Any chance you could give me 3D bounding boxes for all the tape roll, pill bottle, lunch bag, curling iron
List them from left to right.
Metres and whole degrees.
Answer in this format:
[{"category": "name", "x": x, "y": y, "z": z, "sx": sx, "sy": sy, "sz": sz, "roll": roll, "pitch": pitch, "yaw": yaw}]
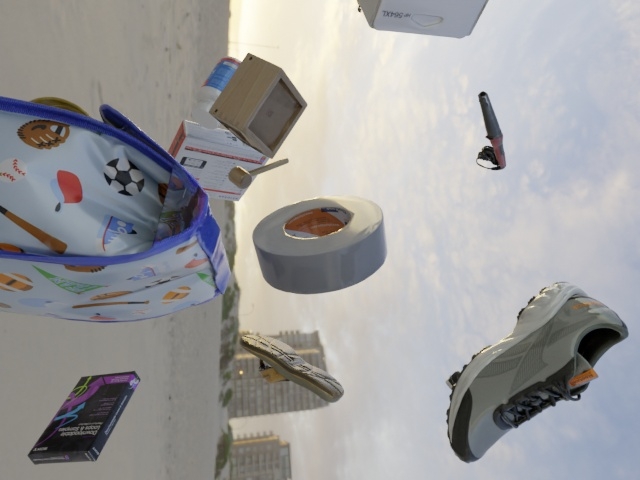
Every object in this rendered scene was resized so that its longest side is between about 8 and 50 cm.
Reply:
[{"category": "lunch bag", "x": -0.321, "y": -0.018, "z": 0.648, "sx": 0.328, "sy": 0.385, "sz": 0.239, "roll": 105, "pitch": -6, "yaw": -69}, {"category": "pill bottle", "x": -0.316, "y": -0.464, "z": 1.526, "sx": 0.221, "sy": 0.124, "sz": 0.124, "roll": -66, "pitch": -174, "yaw": -26}, {"category": "tape roll", "x": 0.000, "y": 0.000, "z": 0.806, "sx": 0.219, "sy": 0.219, "sz": 0.072, "roll": -124, "pitch": -159, "yaw": -61}, {"category": "curling iron", "x": 0.358, "y": -0.223, "z": 1.028, "sx": 0.274, "sy": 0.068, "sz": 0.035, "roll": 43, "pitch": 64, "yaw": -60}]

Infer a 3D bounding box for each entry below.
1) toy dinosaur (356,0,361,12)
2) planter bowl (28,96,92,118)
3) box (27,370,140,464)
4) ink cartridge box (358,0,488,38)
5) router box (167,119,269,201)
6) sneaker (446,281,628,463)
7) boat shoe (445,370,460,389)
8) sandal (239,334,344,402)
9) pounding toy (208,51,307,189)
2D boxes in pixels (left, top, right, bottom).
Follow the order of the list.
[{"category": "toy dinosaur", "x": 0.114, "y": -0.539, "z": 1.068, "sx": 0.053, "sy": 0.183, "sz": 0.092, "roll": -60, "pitch": -139, "yaw": 46}, {"category": "planter bowl", "x": -0.572, "y": -0.214, "z": 1.089, "sx": 0.090, "sy": 0.217, "sz": 0.217, "roll": -85, "pitch": -179, "yaw": -71}, {"category": "box", "x": -0.388, "y": 0.292, "z": 0.804, "sx": 0.162, "sy": 0.116, "sz": 0.029, "roll": -80, "pitch": 156, "yaw": -56}, {"category": "ink cartridge box", "x": 0.114, "y": -0.364, "z": 0.621, "sx": 0.086, "sy": 0.148, "sz": 0.203, "roll": 113, "pitch": -33, "yaw": -53}, {"category": "router box", "x": -0.402, "y": -0.284, "z": 1.806, "sx": 0.301, "sy": 0.335, "sz": 0.082, "roll": -44, "pitch": -129, "yaw": 41}, {"category": "sneaker", "x": 0.263, "y": 0.170, "z": 0.599, "sx": 0.271, "sy": 0.100, "sz": 0.108, "roll": -47, "pitch": -147, "yaw": -3}, {"category": "boat shoe", "x": 0.320, "y": 0.322, "z": 0.999, "sx": 0.038, "sy": 0.125, "sz": 0.046, "roll": -53, "pitch": 168, "yaw": 17}, {"category": "sandal", "x": -0.050, "y": 0.182, "z": 0.671, "sx": 0.180, "sy": 0.072, "sz": 0.049, "roll": 26, "pitch": -85, "yaw": 29}, {"category": "pounding toy", "x": -0.125, "y": -0.202, "z": 0.897, "sx": 0.206, "sy": 0.094, "sz": 0.181, "roll": -57, "pitch": 156, "yaw": -1}]
